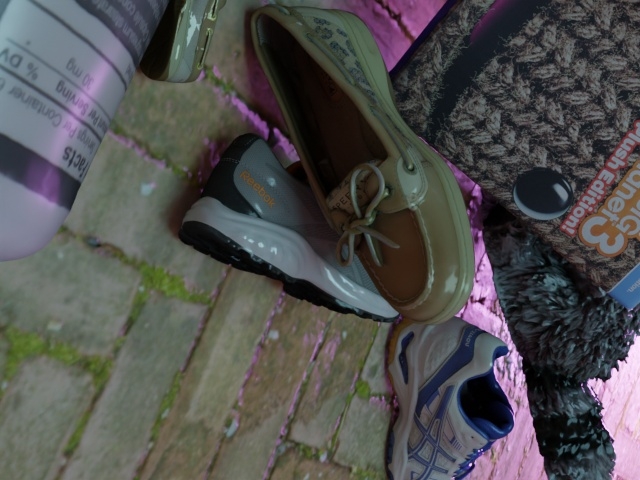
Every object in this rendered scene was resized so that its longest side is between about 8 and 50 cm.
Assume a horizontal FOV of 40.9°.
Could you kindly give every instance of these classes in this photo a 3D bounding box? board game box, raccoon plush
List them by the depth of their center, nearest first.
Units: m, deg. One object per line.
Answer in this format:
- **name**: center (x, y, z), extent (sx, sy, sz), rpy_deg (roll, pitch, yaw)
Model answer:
- **board game box**: center (0.234, -0.129, 0.750), extent (0.232, 0.291, 0.141), rpy_deg (-50, -174, 20)
- **raccoon plush**: center (0.367, 0.065, 0.959), extent (0.216, 0.299, 0.447), rpy_deg (-34, 109, -70)

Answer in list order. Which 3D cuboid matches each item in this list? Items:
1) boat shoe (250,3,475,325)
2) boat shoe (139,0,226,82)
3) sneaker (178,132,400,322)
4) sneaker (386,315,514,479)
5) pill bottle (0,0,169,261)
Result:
- **boat shoe**: center (0.023, -0.062, 0.661), extent (0.089, 0.285, 0.104), rpy_deg (0, 145, -43)
- **boat shoe**: center (-0.092, -0.179, 0.618), extent (0.045, 0.050, 0.135), rpy_deg (5, 110, -53)
- **sneaker**: center (0.000, 0.000, 0.750), extent (0.271, 0.100, 0.108), rpy_deg (34, 73, -49)
- **sneaker**: center (0.153, 0.220, 0.978), extent (0.112, 0.131, 0.297), rpy_deg (-36, 130, -38)
- **pill bottle**: center (-0.187, -0.116, 0.408), extent (0.204, 0.204, 0.361), rpy_deg (33, 78, -49)
